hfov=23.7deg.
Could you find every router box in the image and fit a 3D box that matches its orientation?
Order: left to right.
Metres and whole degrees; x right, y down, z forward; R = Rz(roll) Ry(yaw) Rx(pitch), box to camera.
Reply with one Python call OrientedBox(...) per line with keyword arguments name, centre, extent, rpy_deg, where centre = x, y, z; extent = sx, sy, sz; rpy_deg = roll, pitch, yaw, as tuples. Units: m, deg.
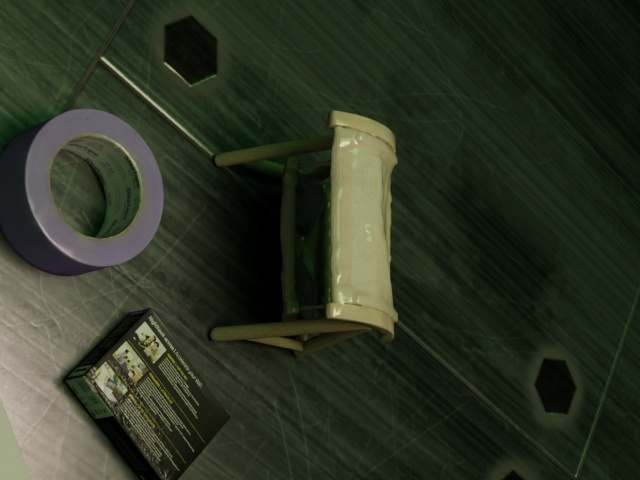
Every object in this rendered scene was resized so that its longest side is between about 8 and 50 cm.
OrientedBox(name="router box", centre=(-0.204, 0.191, 1.834), extent=(0.133, 0.046, 0.179), rpy_deg=(-47, 111, -37))

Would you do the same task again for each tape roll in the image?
OrientedBox(name="tape roll", centre=(-0.284, -0.056, 1.798), extent=(0.189, 0.080, 0.189), rpy_deg=(11, 73, -40))

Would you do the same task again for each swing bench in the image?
OrientedBox(name="swing bench", centre=(0.000, 0.000, 1.913), extent=(0.165, 0.255, 0.253), rpy_deg=(13, 72, -38))

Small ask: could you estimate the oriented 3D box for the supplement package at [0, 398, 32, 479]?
OrientedBox(name="supplement package", centre=(-0.421, 0.219, 1.501), extent=(0.204, 0.145, 0.261), rpy_deg=(-50, 131, -52))
